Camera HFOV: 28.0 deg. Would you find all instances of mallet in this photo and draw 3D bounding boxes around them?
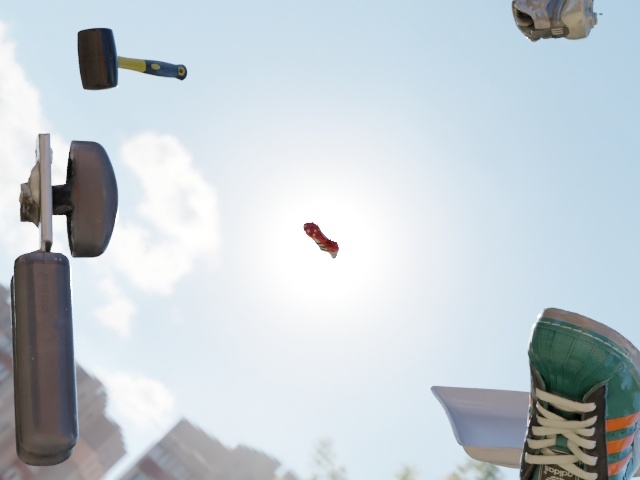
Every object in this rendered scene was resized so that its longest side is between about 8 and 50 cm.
[{"bbox_3d":[-0.191,-0.174,1.343,0.039,0.062,0.190,-4,-7,24],"label":"mallet"}]

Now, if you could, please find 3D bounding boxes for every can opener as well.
[{"bbox_3d":[-0.207,0.041,1.064,0.076,0.095,0.283,126,-40,-62],"label":"can opener"}]

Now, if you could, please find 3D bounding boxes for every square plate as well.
[{"bbox_3d":[0.363,0.305,2.032,0.344,0.347,0.049,-107,-158,-81],"label":"square plate"}]

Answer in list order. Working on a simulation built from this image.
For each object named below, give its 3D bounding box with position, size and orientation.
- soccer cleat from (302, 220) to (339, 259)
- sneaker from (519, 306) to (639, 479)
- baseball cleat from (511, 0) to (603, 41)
[{"bbox_3d":[0.000,0.000,2.116,0.083,0.029,0.035,38,-33,30],"label":"soccer cleat"},{"bbox_3d":[0.240,0.181,1.187,0.108,0.121,0.302,15,-30,29],"label":"sneaker"},{"bbox_3d":[0.290,-0.305,1.568,0.109,0.206,0.072,-3,-59,17],"label":"baseball cleat"}]
